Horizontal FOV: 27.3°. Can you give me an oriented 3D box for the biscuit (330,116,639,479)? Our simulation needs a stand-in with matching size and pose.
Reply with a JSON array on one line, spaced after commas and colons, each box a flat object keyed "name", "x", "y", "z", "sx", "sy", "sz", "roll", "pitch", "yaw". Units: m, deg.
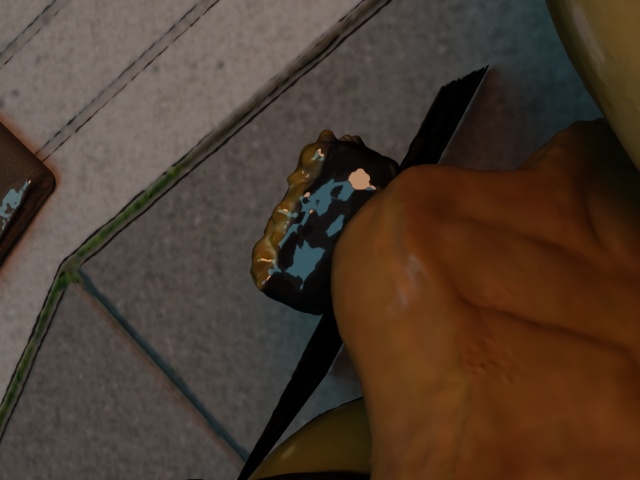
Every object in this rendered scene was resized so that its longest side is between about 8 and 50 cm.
[{"name": "biscuit", "x": 0.166, "y": 0.121, "z": 0.422, "sx": 0.062, "sy": 0.365, "sz": 0.385, "roll": -41, "pitch": 67, "yaw": 36}]

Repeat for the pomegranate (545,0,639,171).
[{"name": "pomegranate", "x": 0.223, "y": -0.119, "z": 0.421, "sx": 0.343, "sy": 0.342, "sz": 0.342, "roll": 1, "pitch": 92, "yaw": 27}]

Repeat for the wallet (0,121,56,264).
[{"name": "wallet", "x": -0.241, "y": -0.041, "z": 0.807, "sx": 0.153, "sy": 0.039, "sz": 0.118, "roll": 40, "pitch": 106, "yaw": 19}]

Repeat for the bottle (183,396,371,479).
[{"name": "bottle", "x": 0.045, "y": 0.132, "z": 0.487, "sx": 0.172, "sy": 0.351, "sz": 0.171, "roll": 1, "pitch": 93, "yaw": 27}]

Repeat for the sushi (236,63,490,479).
[{"name": "sushi", "x": 0.000, "y": 0.000, "z": 0.582, "sx": 0.051, "sy": 0.215, "sz": 0.192, "roll": 29, "pitch": 104, "yaw": 6}]
